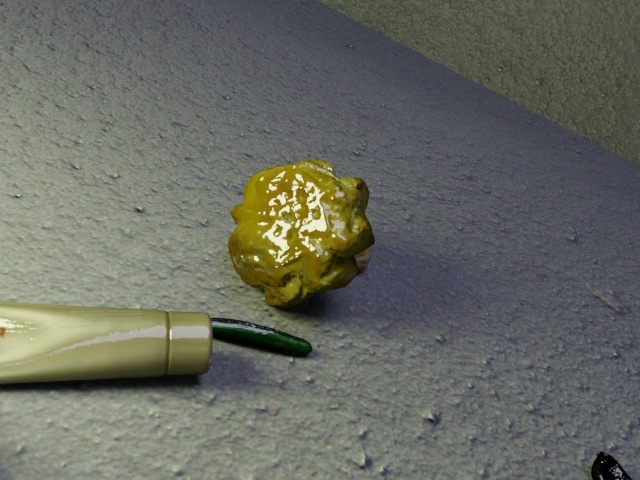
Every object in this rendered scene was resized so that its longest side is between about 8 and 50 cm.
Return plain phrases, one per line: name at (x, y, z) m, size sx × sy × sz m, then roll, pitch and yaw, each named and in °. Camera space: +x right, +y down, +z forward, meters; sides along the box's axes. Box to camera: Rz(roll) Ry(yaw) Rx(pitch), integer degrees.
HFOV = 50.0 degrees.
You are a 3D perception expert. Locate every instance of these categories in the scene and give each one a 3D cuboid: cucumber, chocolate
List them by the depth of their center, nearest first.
cucumber at (-0.096, 0.140, 1.014) m, size 0.184 × 0.036 × 0.033 m, roll 17°, pitch 23°, yaw -14°
chocolate at (0.475, 0.381, 1.028) m, size 0.147 × 0.070 × 0.072 m, roll 22°, pitch 41°, yaw 16°

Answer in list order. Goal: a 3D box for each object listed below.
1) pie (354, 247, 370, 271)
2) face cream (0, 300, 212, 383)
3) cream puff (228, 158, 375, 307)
pie at (0.000, 0.000, 1.271) m, size 0.195 × 0.046 × 0.195 m, roll 18°, pitch 34°, yaw -12°
face cream at (-0.311, 0.129, 0.862) m, size 0.341 × 0.084 × 0.137 m, roll 3°, pitch 47°, yaw -18°
cream puff at (-0.027, -0.013, 1.094) m, size 0.244 × 0.244 × 0.196 m, roll 39°, pitch 35°, yaw 22°
